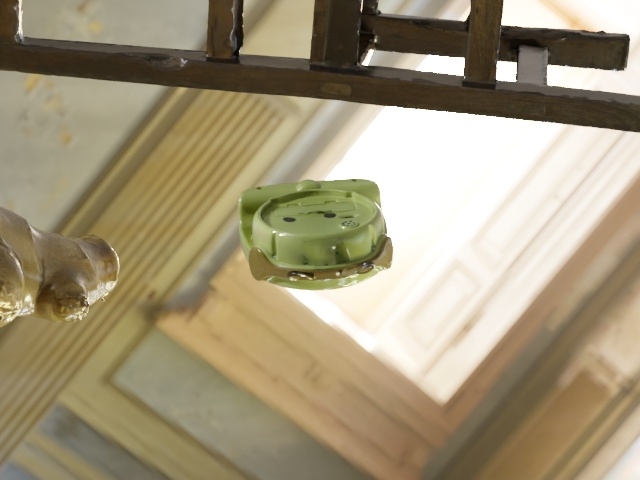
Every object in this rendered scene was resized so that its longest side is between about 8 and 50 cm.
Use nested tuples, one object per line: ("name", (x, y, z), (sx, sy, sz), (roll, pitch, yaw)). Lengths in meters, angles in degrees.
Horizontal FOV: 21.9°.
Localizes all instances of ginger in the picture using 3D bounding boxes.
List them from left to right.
("ginger", (-0.339, 0.006, 1.686), (0.375, 0.166, 0.236), (5, 179, -33))

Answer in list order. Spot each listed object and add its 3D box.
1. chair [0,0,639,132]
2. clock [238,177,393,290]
("chair", (0.011, -0.201, 1.082), (0.416, 0.203, 0.240), (6, -160, 4))
("clock", (0.000, 0.000, 1.843), (0.170, 0.069, 0.232), (-5, -157, -7))
